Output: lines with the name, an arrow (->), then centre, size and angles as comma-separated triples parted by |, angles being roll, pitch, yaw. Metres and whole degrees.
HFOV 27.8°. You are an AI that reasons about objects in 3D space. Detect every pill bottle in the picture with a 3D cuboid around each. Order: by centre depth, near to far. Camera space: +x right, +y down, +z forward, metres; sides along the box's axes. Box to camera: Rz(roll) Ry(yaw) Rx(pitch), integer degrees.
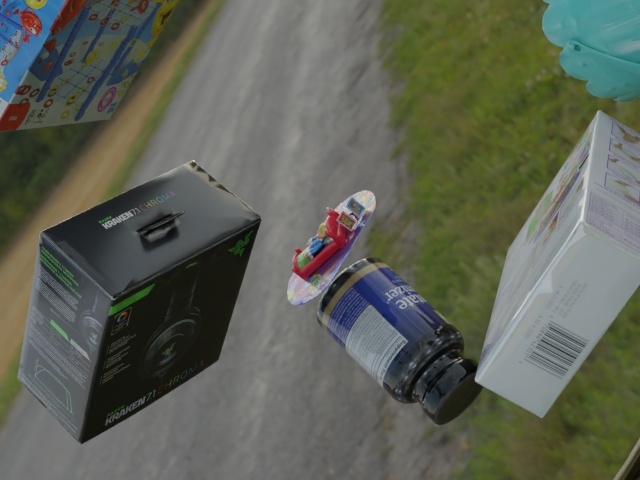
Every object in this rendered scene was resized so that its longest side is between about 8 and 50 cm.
pill bottle -> 0.107, 0.132, 1.670 | 0.122, 0.219, 0.123 | -34, -30, -23

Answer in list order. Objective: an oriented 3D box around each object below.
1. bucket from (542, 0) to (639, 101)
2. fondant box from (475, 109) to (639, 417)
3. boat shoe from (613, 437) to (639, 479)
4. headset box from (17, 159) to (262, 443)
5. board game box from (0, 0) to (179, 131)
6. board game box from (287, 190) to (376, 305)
bucket -> 0.440, -0.325, 1.666 | 0.183, 0.281, 0.281 | -9, 44, 55
fondant box -> 0.298, 0.019, 1.528 | 0.238, 0.096, 0.330 | -61, 1, 31
boat shoe -> 0.358, 0.171, 1.178 | 0.104, 0.089, 0.285 | 54, 129, 46
headset box -> -0.220, 0.065, 1.567 | 0.246, 0.131, 0.283 | -29, -30, -42
board game box -> -0.272, -0.282, 1.525 | 0.302, 0.086, 0.308 | -56, -9, 16
board game box -> 0.000, 0.000, 1.582 | 0.169, 0.033, 0.133 | -58, 19, -12
